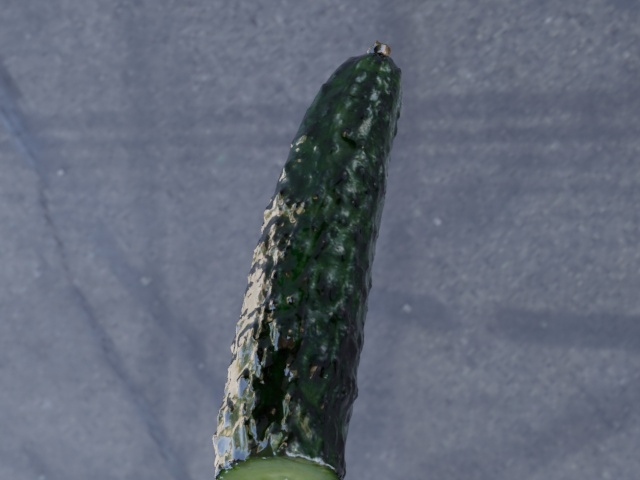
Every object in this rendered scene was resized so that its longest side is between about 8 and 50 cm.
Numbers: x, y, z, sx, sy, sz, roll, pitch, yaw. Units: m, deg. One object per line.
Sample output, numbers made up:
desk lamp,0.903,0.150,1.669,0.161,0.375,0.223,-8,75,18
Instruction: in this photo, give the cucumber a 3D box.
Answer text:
cucumber,0.000,0.000,0.729,0.067,0.293,0.067,6,139,6
